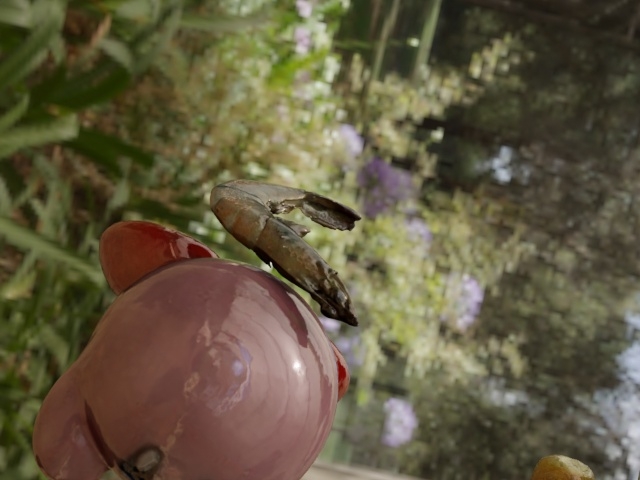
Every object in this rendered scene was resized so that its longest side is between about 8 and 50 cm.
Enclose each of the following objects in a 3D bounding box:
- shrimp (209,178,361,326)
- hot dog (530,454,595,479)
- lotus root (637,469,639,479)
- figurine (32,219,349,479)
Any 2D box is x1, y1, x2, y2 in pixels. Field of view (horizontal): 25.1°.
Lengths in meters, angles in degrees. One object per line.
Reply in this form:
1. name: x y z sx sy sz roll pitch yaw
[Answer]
1. shrimp: -0.001 0.003 1.233 0.147 0.195 0.035 -4 130 -51
2. hot dog: 0.235 0.367 1.519 0.061 0.087 0.286 -20 115 -74
3. lotus root: 0.420 0.199 1.485 0.303 0.130 0.146 -51 148 -15
4. figurine: -0.088 0.108 1.212 0.211 0.269 0.261 -39 -161 47
